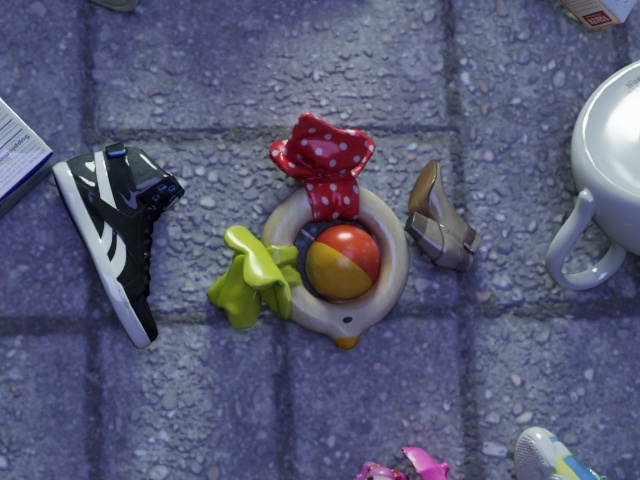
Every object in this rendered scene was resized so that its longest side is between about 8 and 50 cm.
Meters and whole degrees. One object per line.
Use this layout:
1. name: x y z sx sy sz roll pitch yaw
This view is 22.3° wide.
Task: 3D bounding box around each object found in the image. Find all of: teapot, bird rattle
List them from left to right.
1. bird rattle: 0.000 0.000 1.725 0.207 0.143 0.253 39 64 -10
2. teapot: 0.388 -0.062 1.735 0.256 0.187 0.252 6 56 21

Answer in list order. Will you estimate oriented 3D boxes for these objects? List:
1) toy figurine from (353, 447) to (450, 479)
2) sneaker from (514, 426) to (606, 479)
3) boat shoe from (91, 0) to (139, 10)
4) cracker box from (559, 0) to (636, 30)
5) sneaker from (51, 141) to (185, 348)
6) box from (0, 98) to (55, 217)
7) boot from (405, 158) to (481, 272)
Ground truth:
1. toy figurine: 0.067 0.287 1.674 0.173 0.130 0.159 13 62 20
2. sneaker: 0.302 0.291 1.709 0.126 0.091 0.240 -23 81 -29
3. boat shoe: -0.321 -0.365 1.741 0.324 0.116 0.096 28 72 -5
4. cracker box: 0.276 -0.366 1.788 0.232 0.067 0.155 40 70 -20
5. sneaker: -0.186 -0.005 1.699 0.121 0.079 0.217 -24 81 -9
6. box: -0.369 -0.090 1.698 0.137 0.072 0.126 45 77 4
7. boot: 0.138 -0.022 1.762 0.087 0.042 0.118 33 53 -17
